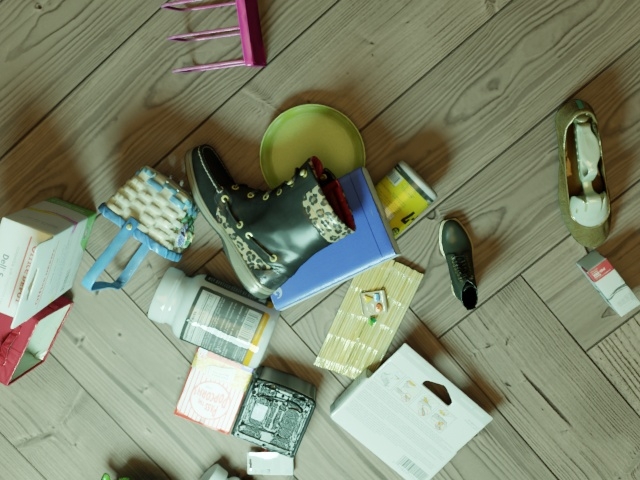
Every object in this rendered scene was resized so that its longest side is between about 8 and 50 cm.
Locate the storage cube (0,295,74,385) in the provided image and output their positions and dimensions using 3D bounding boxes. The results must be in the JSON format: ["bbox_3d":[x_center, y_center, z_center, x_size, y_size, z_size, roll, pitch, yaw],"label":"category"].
[{"bbox_3d":[-0.727,0.189,1.888,0.193,0.215,0.183,30,102,3],"label":"storage cube"}]

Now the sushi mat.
[{"bbox_3d":[0.114,0.188,1.942,0.151,0.019,0.316,24,102,-3],"label":"sushi mat"}]

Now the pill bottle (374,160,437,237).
[{"bbox_3d":[0.152,-0.069,1.838,0.119,0.119,0.208,44,101,-6],"label":"pill bottle"}]

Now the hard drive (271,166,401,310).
[{"bbox_3d":[0.000,0.000,1.817,0.319,0.040,0.210,-27,77,24],"label":"hard drive"}]

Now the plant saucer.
[{"bbox_3d":[-0.018,-0.192,1.862,0.241,0.037,0.241,1,103,2],"label":"plant saucer"}]

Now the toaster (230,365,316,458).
[{"bbox_3d":[-0.107,0.401,1.950,0.168,0.110,0.185,21,102,-2],"label":"toaster"}]

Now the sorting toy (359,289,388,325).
[{"bbox_3d":[0.128,0.161,1.919,0.062,0.012,0.083,-10,102,3],"label":"sorting toy"}]

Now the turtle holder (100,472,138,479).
[{"bbox_3d":[-0.453,0.739,1.973,0.227,0.243,0.320,15,93,-18],"label":"turtle holder"}]

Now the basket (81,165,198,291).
[{"bbox_3d":[-0.404,-0.010,1.809,0.201,0.255,0.289,40,91,2],"label":"basket"}]

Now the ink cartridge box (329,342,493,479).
[{"bbox_3d":[0.216,0.412,1.950,0.296,0.066,0.261,41,101,-10],"label":"ink cartridge box"}]

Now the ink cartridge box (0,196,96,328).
[{"bbox_3d":[-0.626,0.039,1.776,0.119,0.353,0.207,21,101,-2],"label":"ink cartridge box"}]

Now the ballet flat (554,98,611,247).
[{"bbox_3d":[0.589,-0.140,1.800,0.116,0.124,0.342,-7,101,4],"label":"ballet flat"}]

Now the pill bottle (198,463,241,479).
[{"bbox_3d":[-0.208,0.662,2.002,0.221,0.121,0.121,44,100,-6],"label":"pill bottle"}]

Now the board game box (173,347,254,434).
[{"bbox_3d":[-0.256,0.358,1.981,0.147,0.045,0.193,20,102,-1],"label":"board game box"}]

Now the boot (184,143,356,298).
[{"bbox_3d":[-0.113,-0.096,1.778,0.284,0.138,0.377,-32,78,24],"label":"boot"}]

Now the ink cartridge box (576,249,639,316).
[{"bbox_3d":[0.656,0.097,1.857,0.056,0.099,0.135,-38,97,9],"label":"ink cartridge box"}]

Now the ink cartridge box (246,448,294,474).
[{"bbox_3d":[-0.124,0.548,2.022,0.115,0.029,0.062,0,102,4],"label":"ink cartridge box"}]

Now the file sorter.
[{"bbox_3d":[-0.235,-0.506,1.726,0.182,0.202,0.290,-6,101,5],"label":"file sorter"}]

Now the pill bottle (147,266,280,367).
[{"bbox_3d":[-0.245,0.174,1.885,0.278,0.162,0.162,23,102,-1],"label":"pill bottle"}]

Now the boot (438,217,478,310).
[{"bbox_3d":[0.322,0.052,1.845,0.077,0.137,0.198,-17,100,6],"label":"boot"}]
